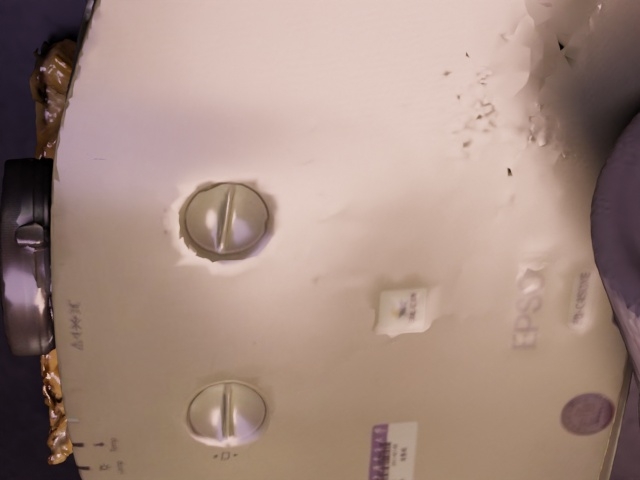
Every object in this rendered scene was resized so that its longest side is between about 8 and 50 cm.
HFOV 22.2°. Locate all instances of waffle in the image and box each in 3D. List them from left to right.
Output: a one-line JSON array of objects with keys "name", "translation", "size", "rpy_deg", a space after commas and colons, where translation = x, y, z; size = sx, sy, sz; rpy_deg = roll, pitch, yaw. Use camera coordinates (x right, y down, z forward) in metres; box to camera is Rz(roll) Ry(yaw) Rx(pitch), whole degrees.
[{"name": "waffle", "translation": [-0.093, 0.009, 0.588], "size": [0.097, 0.023, 0.152], "rpy_deg": [34, 120, -10]}]

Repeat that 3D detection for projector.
[{"name": "projector", "translation": [0.000, 0.000, 0.510], "size": [0.194, 0.088, 0.269], "rpy_deg": [-2, 122, -6]}]

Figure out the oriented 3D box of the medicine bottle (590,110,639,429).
[{"name": "medicine bottle", "translation": [0.171, 0.066, 0.478], "size": [0.145, 0.144, 0.252], "rpy_deg": [-11, 135, 16]}]
